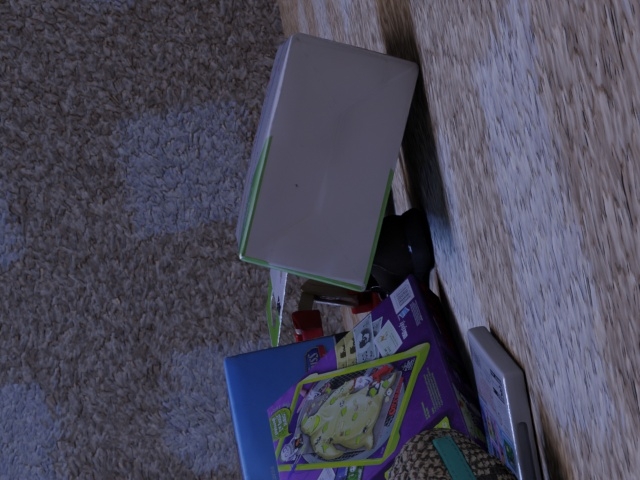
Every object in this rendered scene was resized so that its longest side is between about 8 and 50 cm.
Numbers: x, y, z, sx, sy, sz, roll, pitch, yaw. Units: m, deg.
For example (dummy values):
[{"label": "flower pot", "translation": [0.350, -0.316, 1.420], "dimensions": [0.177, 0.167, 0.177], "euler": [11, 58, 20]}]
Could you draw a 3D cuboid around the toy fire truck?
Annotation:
[{"label": "toy fire truck", "translation": [0.026, 0.064, 2.301], "dimensions": [0.192, 0.135, 0.047], "euler": [-106, 5, -57]}]

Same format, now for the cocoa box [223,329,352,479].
[{"label": "cocoa box", "translation": [0.037, 0.302, 2.064], "dimensions": [0.231, 0.228, 0.347], "euler": [83, 175, -61]}]

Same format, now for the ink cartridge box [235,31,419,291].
[{"label": "ink cartridge box", "translation": [-0.003, -0.078, 1.754], "dimensions": [0.353, 0.119, 0.207], "euler": [-132, 55, -85]}]

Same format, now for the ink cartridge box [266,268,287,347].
[{"label": "ink cartridge box", "translation": [0.000, 0.000, 2.199], "dimensions": [0.189, 0.097, 0.255], "euler": [-108, 25, -71]}]

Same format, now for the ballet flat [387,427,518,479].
[{"label": "ballet flat", "translation": [0.103, 0.323, 1.408], "dimensions": [0.182, 0.164, 0.483], "euler": [-114, 16, -47]}]

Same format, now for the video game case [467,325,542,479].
[{"label": "video game case", "translation": [0.142, 0.149, 1.407], "dimensions": [0.157, 0.019, 0.143], "euler": [-119, 17, -79]}]

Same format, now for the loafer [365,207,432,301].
[{"label": "loafer", "translation": [0.064, 0.017, 1.878], "dimensions": [0.220, 0.078, 0.080], "euler": [88, 170, -74]}]

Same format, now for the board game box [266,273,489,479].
[{"label": "board game box", "translation": [0.052, 0.189, 1.674], "dimensions": [0.056, 0.208, 0.347], "euler": [44, -165, -25]}]
